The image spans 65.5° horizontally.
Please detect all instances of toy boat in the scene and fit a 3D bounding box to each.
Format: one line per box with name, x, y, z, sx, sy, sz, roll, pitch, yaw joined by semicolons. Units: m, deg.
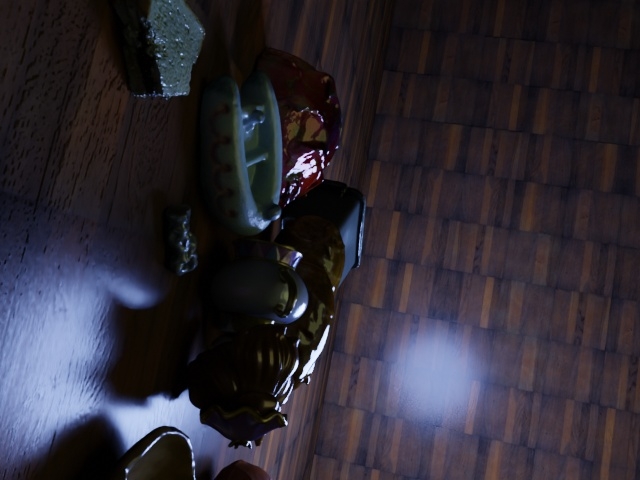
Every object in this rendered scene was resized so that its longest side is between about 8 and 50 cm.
toy boat;-0.086;-0.103;0.624;0.134;0.078;0.208;-42;140;-60

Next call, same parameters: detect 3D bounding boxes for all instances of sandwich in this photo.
sandwich;-0.138;-0.170;0.418;0.105;0.035;0.093;64;37;-73

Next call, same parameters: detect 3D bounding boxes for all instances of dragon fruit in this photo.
dragon fruit;-0.039;-0.141;0.772;0.161;0.126;0.274;-71;166;-48

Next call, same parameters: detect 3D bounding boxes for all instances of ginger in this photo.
ginger;-0.059;0.135;0.890;0.358;0.152;0.274;-70;178;-50

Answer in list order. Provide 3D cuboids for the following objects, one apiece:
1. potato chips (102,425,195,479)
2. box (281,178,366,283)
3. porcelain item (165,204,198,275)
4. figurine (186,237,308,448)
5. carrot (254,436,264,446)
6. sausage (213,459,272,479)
potato chips;-0.189;0.284;0.492;0.208;0.061;0.196;-53;146;-68
box;0.000;0.000;1.094;0.135;0.163;0.243;-58;159;-44
porcelain item;-0.152;0.003;0.543;0.036;0.028;0.083;-37;140;-52
figurine;-0.093;0.135;0.662;0.189;0.142;0.264;-21;-124;60
carrot;-0.094;0.268;1.070;0.069;0.069;0.336;53;50;-77
sausage;-0.141;0.441;0.757;0.258;0.133;0.133;-47;145;-71
